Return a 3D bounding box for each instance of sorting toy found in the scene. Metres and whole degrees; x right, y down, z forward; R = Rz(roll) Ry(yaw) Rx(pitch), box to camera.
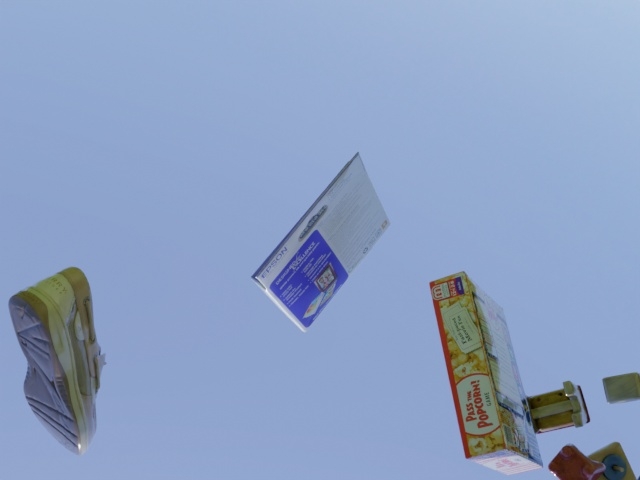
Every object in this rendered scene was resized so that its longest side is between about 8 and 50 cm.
[{"bbox_3d":[0.501,0.450,1.441,0.274,0.046,0.132,-23,-94,-11],"label":"sorting toy"}]

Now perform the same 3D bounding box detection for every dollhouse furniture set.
[{"bbox_3d":[0.535,0.308,1.323,0.152,0.374,0.201,18,-124,-58],"label":"dollhouse furniture set"}]

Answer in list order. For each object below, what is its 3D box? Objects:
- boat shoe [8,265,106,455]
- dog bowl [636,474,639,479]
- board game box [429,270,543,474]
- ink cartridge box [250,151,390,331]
[{"bbox_3d":[-0.371,0.191,1.221,0.122,0.341,0.110,28,-136,23],"label":"boat shoe"},{"bbox_3d":[0.381,0.263,0.535,0.150,0.408,0.408,-31,-125,-33],"label":"dog bowl"},{"bbox_3d":[0.182,0.148,0.890,0.147,0.045,0.193,37,-141,-54],"label":"board game box"},{"bbox_3d":[0.000,0.000,1.083,0.045,0.206,0.208,34,169,27],"label":"ink cartridge box"}]
